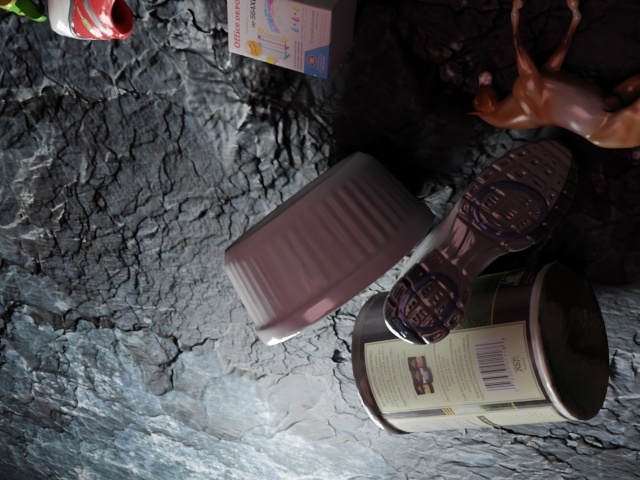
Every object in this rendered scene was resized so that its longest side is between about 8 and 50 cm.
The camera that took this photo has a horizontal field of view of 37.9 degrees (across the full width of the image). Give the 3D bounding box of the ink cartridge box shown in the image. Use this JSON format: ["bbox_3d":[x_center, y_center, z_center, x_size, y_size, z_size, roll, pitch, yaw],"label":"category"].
[{"bbox_3d":[-0.040,-0.260,1.061,0.143,0.090,0.092,17,136,13],"label":"ink cartridge box"}]

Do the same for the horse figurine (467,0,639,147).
[{"bbox_3d":[0.289,-0.164,0.989,0.263,0.066,0.174,18,131,17],"label":"horse figurine"}]

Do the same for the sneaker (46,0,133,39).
[{"bbox_3d":[-0.260,-0.359,1.107,0.119,0.107,0.279,9,140,-3],"label":"sneaker"}]

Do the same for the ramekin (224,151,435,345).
[{"bbox_3d":[0.000,0.000,1.171,0.273,0.273,0.127,-32,97,44],"label":"ramekin"}]

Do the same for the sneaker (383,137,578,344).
[{"bbox_3d":[0.181,-0.012,1.118,0.111,0.129,0.297,43,103,-8],"label":"sneaker"}]

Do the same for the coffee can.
[{"bbox_3d":[0.209,0.147,1.227,0.275,0.201,0.201,-13,123,37],"label":"coffee can"}]

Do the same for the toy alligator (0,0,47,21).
[{"bbox_3d":[-0.443,-0.345,1.240,0.190,0.056,0.051,22,95,11],"label":"toy alligator"}]

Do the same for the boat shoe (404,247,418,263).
[{"bbox_3d":[0.172,0.021,1.246,0.137,0.049,0.043,-15,119,44],"label":"boat shoe"}]
